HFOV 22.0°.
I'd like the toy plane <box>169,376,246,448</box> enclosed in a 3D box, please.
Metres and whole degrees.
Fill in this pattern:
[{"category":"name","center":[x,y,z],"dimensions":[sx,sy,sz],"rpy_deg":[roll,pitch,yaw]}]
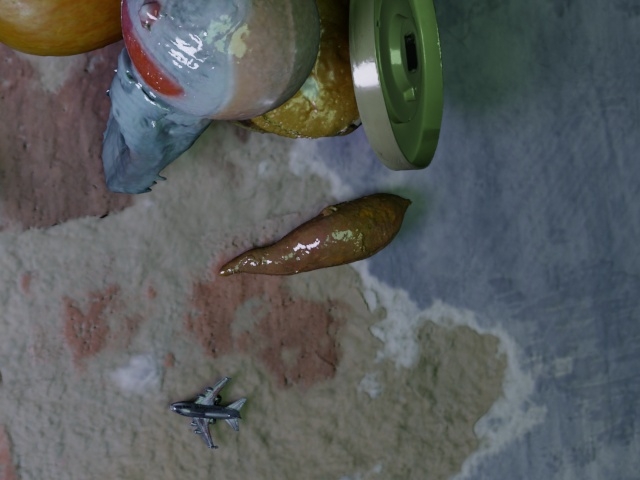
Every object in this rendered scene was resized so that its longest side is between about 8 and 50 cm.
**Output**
[{"category":"toy plane","center":[-0.119,0.178,1.718],"dimensions":[0.083,0.031,0.078],"rpy_deg":[10,98,-21]}]

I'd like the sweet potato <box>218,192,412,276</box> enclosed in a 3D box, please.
[{"category":"sweet potato","center":[0.004,0.001,1.706],"dimensions":[0.226,0.068,0.068],"rpy_deg":[-21,108,-14]}]

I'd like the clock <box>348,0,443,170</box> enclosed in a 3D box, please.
[{"category":"clock","center":[0.080,-0.184,1.617],"dimensions":[0.029,0.235,0.235],"rpy_deg":[-3,106,20]}]

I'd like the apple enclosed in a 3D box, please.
[{"category":"apple","center":[-0.198,-0.328,1.530],"dimensions":[0.179,0.254,0.346],"rpy_deg":[34,87,19]}]

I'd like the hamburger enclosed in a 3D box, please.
[{"category":"hamburger","center":[-0.024,-0.183,1.637],"dimensions":[0.185,0.113,0.177],"rpy_deg":[-32,104,-20]}]

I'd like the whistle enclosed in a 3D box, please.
[{"category":"whistle","center":[-0.130,-0.157,1.500],"dimensions":[0.189,0.189,0.348],"rpy_deg":[26,134,-23]}]
